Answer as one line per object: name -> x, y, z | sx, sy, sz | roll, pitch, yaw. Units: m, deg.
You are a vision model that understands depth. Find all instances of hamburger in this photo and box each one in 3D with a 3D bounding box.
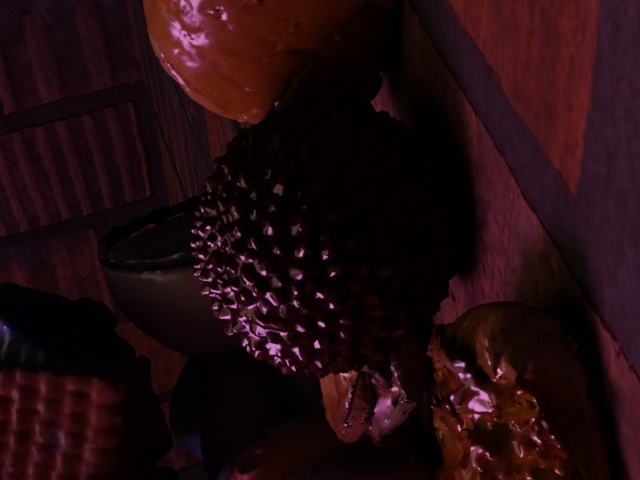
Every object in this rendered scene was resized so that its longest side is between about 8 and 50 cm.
hamburger -> 0.046, 0.078, 1.104 | 0.102, 0.087, 0.176 | 172, 89, -69
hamburger -> -0.040, -0.195, 0.938 | 0.282, 0.245, 0.155 | 17, -144, -47

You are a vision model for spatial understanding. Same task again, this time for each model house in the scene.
model house -> -0.210, 0.204, 1.237 | 0.329, 0.252, 0.294 | 10, 94, 50

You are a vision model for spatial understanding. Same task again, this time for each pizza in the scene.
pizza -> 0.107, 0.140, 0.845 | 0.305, 0.086, 0.161 | 85, 165, -50

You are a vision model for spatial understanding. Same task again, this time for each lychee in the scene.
lychee -> 0.000, 0.000, 0.929 | 0.188, 0.188, 0.188 | 165, 90, -80

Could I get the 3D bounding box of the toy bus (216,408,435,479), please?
toy bus -> 0.033, 0.295, 1.196 | 0.232, 0.194, 0.287 | -170, 65, -70

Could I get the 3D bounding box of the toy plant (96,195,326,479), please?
toy plant -> -0.061, 0.125, 1.373 | 0.247, 0.247, 0.332 | -138, 30, -72
